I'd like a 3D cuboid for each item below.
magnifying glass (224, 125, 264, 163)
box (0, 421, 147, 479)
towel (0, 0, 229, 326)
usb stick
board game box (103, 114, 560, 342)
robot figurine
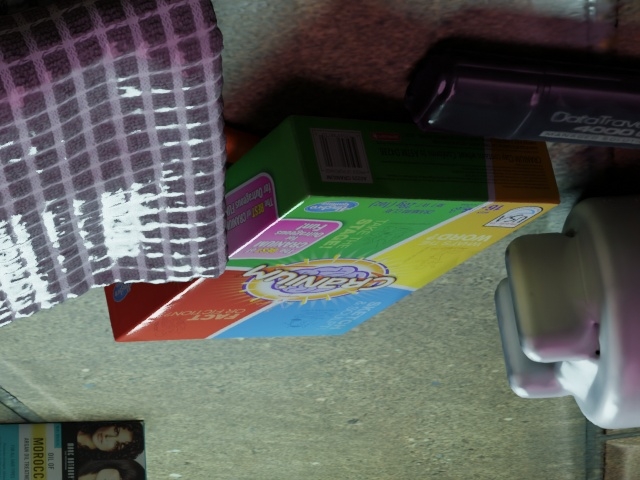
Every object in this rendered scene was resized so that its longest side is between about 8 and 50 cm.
[{"bbox_3d":[-0.106,-0.083,1.052,0.231,0.026,0.092,16,148,-38],"label":"magnifying glass"},{"bbox_3d":[-0.333,0.275,1.734,0.244,0.100,0.060,0,156,-14],"label":"box"},{"bbox_3d":[-0.173,-0.050,0.872,0.235,0.121,0.283,-22,151,-14],"label":"towel"},{"bbox_3d":[0.198,-0.099,1.051,0.278,0.045,0.077,3,148,-19],"label":"usb stick"},{"bbox_3d":[0.000,0.000,1.172,0.242,0.064,0.316,0,158,-34],"label":"board game box"},{"bbox_3d":[0.334,0.055,1.242,0.354,0.199,0.300,-3,153,-5],"label":"robot figurine"}]
